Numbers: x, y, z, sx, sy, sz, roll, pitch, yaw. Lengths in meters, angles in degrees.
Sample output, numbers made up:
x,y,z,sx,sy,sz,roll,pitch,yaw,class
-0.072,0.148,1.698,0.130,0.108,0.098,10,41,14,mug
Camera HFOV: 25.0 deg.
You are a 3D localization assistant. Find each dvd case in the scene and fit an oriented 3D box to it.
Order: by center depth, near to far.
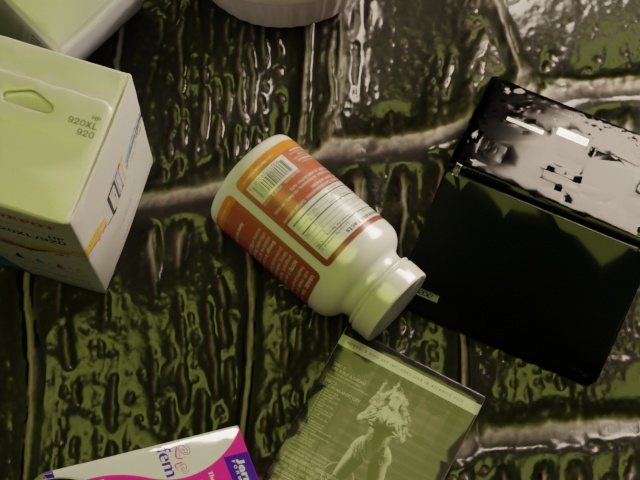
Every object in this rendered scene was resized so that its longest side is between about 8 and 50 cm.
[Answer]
x,y,z,sx,sy,sz,roll,pitch,yaw,class
0.047,0.219,1.480,0.164,0.018,0.221,27,74,9,dvd case

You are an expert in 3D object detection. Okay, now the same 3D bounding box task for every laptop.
x,y,z,sx,sy,sz,roll,pitch,yaw,class
0.240,-0.017,1.562,0.234,0.137,0.264,23,47,6,laptop

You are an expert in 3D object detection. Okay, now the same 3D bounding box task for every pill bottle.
x,y,z,sx,sy,sz,roll,pitch,yaw,class
0.000,0.000,1.499,0.216,0.121,0.121,42,76,12,pill bottle

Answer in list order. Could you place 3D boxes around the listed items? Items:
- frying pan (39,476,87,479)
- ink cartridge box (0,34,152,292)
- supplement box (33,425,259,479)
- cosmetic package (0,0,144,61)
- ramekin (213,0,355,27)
x,y,z,sx,sy,sz,roll,pitch,yaw,class
-0.268,0.254,1.251,0.197,0.053,0.326,-42,71,5,frying pan
-0.285,-0.075,1.462,0.171,0.233,0.168,16,72,5,ink cartridge box
-0.171,0.264,1.365,0.220,0.114,0.111,-9,68,-40,supplement box
-0.384,-0.385,1.501,0.453,0.230,0.161,45,77,-6,cosmetic package
-0.042,-0.364,1.616,0.272,0.127,0.273,0,72,-1,ramekin
